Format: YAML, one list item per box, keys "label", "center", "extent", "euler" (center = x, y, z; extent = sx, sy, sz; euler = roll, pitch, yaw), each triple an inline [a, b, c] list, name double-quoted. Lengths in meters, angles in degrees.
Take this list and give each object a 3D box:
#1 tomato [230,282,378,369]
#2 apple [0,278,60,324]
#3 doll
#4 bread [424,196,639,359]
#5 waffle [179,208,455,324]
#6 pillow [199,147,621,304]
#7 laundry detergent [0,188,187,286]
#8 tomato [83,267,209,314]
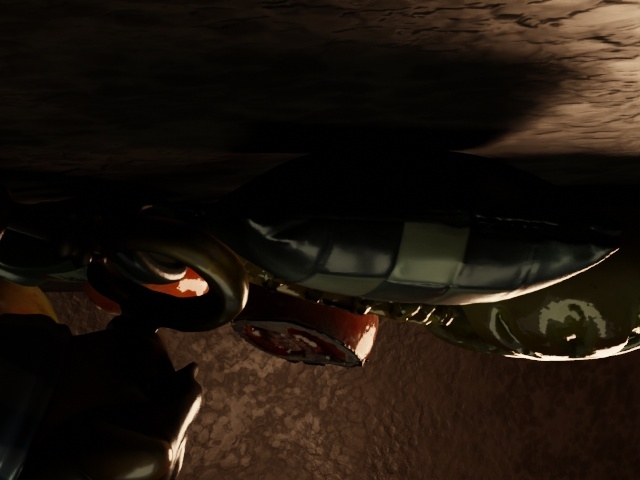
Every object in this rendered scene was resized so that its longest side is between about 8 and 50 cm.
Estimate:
- label: "tomato"
  center: [-0.014, 0.089, 1.729]
  extent: [0.214, 0.155, 0.181]
  euler: [4, 158, 39]
- label: "apple"
  center: [-0.531, 0.174, 1.707]
  extent: [0.319, 0.319, 0.277]
  euler: [-2, 156, -1]
- label: "doll"
  center: [-0.247, 0.082, 0.892]
  extent: [0.340, 0.318, 0.209]
  euler: [30, -146, -3]
- label: "bread"
  center: [0.245, 0.042, 1.209]
  extent: [0.333, 0.160, 0.333]
  euler: [-3, 178, 0]
- label: "waffle"
  center: [-0.014, 0.028, 1.132]
  extent: [0.291, 0.051, 0.291]
  euler: [17, -177, -1]
- label: "pillow"
  center: [0.050, -0.011, 0.799]
  extent: [0.250, 0.106, 0.186]
  euler: [4, 178, -16]
- label: "laundry detergent"
  center: [-0.236, -0.001, 1.031]
  extent: [0.222, 0.078, 0.144]
  euler: [0, 166, 20]
- label: "tomato"
  center: [-0.286, 0.087, 2.012]
  extent: [0.237, 0.095, 0.237]
  euler: [-1, 176, 0]
